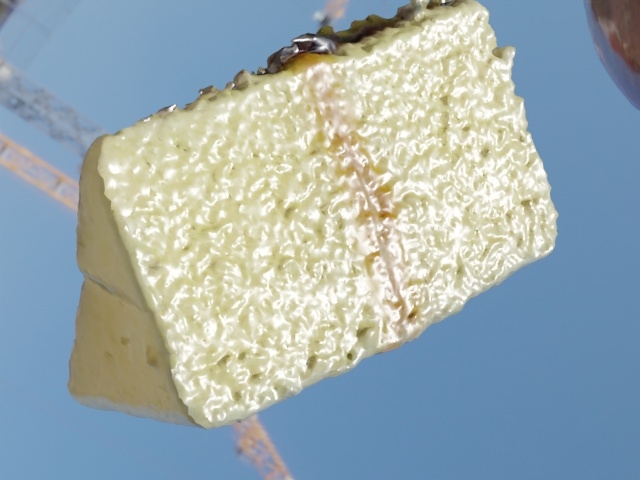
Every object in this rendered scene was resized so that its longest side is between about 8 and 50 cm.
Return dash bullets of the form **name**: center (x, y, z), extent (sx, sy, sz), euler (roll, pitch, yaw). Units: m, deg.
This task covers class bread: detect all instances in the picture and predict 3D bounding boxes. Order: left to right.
- **bread**: center (0.000, 0.000, 0.669), extent (0.142, 0.266, 0.178), euler (50, -38, 21)

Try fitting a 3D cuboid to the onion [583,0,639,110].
- **onion**: center (0.344, -0.226, 0.944), extent (0.353, 0.353, 0.354), euler (-35, -144, 31)
